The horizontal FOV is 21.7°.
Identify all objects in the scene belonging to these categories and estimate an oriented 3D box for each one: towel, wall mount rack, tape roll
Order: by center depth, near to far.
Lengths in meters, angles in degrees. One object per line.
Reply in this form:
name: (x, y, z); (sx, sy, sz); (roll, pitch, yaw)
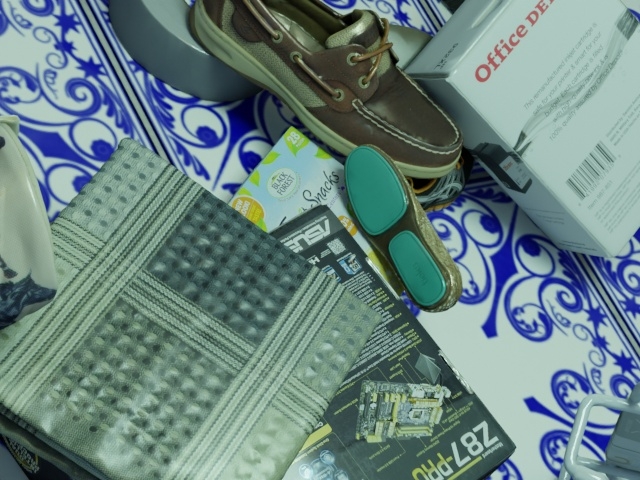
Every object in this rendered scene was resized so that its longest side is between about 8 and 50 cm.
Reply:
towel: (-0.140, 0.094, 1.494); (0.312, 0.056, 0.324); (35, 52, 2)
wall mount rack: (0.389, 0.262, 1.659); (0.304, 0.350, 0.130); (14, 66, 9)
tape roll: (-0.131, -0.267, 1.924); (0.219, 0.072, 0.219); (17, 48, -20)

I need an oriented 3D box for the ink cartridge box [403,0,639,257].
ink cartridge box: (0.281, -0.165, 1.941); (0.307, 0.129, 0.223); (45, 77, -21)

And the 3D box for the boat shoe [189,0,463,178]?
boat shoe: (0.023, -0.197, 1.823); (0.342, 0.123, 0.123); (36, 44, -1)

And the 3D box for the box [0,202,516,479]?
box: (-0.056, 0.179, 1.553); (0.395, 0.097, 0.318); (-31, 73, -33)

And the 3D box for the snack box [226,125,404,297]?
snack box: (0.000, 0.000, 1.795); (0.207, 0.070, 0.174); (36, 44, -2)

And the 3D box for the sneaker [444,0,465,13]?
sneaker: (0.170, -0.489, 2.263); (0.447, 0.169, 0.257); (52, 36, 2)

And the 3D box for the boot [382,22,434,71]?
boot: (0.131, -0.186, 2.013); (0.305, 0.115, 0.112); (13, 90, -22)

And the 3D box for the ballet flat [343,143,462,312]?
ballet flat: (0.089, -0.009, 1.776); (0.067, 0.073, 0.206); (18, 44, -61)

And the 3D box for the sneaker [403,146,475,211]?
sneaker: (0.124, -0.080, 1.931); (0.084, 0.083, 0.215); (44, 43, 8)

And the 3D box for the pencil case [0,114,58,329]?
pencil case: (-0.408, 0.036, 1.338); (0.410, 0.160, 0.184); (-22, 76, -15)
